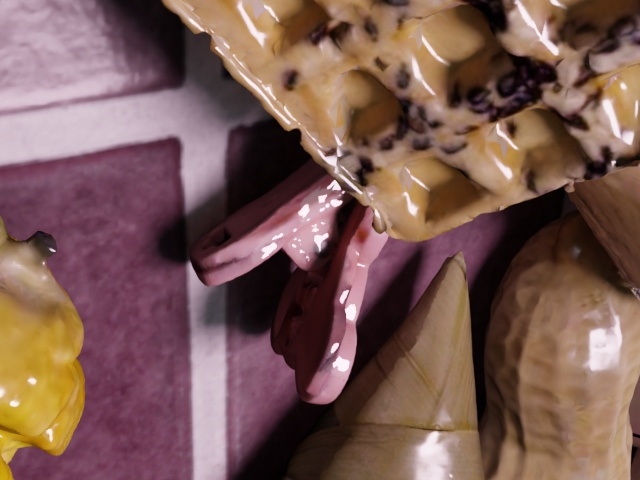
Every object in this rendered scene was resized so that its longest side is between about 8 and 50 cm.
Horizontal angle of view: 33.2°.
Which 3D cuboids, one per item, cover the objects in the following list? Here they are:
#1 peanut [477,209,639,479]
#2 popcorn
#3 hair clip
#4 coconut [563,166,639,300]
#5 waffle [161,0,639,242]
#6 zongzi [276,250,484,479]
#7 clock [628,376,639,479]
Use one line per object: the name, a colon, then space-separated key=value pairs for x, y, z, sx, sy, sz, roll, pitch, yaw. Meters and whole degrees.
peanut: x=0.177 y=0.114 z=0.788 sx=0.136 sy=0.120 sz=0.298 roll=-28 pitch=130 yaw=-52
popcorn: x=-0.180 y=0.049 z=0.473 sx=0.152 sy=0.167 sz=0.148 roll=-40 pitch=164 yaw=16
hair clip: x=0.007 y=0.008 z=0.615 sx=0.138 sy=0.123 sz=0.102 roll=-39 pitch=110 yaw=-9
coconut: x=0.311 y=-0.084 z=0.634 sx=0.352 sy=0.352 sz=0.352 roll=-17 pitch=122 yaw=-29
waffle: x=0.028 y=-0.170 z=0.410 sx=0.376 sy=0.261 sz=0.114 roll=47 pitch=38 yaw=-31
zongzi: x=0.096 y=0.210 z=0.738 sx=0.289 sy=0.154 sz=0.317 roll=39 pitch=83 yaw=-31
clock: x=0.372 y=0.243 z=0.955 sx=0.284 sy=0.114 sz=0.309 roll=4 pitch=93 yaw=-39
